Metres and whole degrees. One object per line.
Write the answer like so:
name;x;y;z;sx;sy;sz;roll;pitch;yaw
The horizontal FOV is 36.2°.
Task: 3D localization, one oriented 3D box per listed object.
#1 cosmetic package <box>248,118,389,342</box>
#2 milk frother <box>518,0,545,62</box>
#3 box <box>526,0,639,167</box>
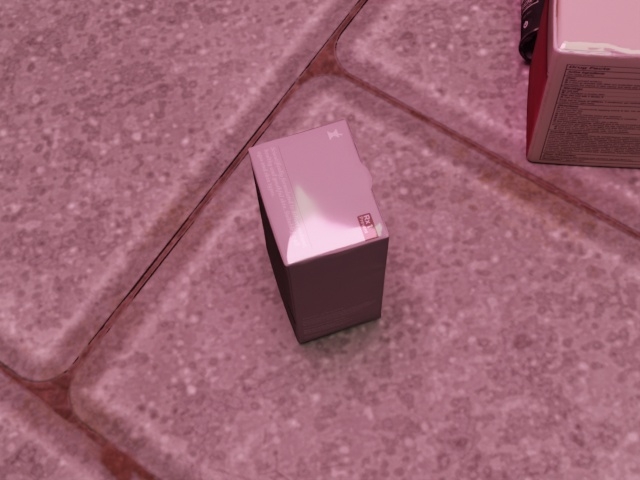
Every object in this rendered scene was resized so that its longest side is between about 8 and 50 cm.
cosmetic package;0.000;0.000;0.951;0.107;0.238;0.127;-18;66;-3
milk frother;0.307;-0.274;1.128;0.143;0.129;0.135;21;64;-34
box;0.298;-0.181;1.004;0.148;0.232;0.127;4;68;6
